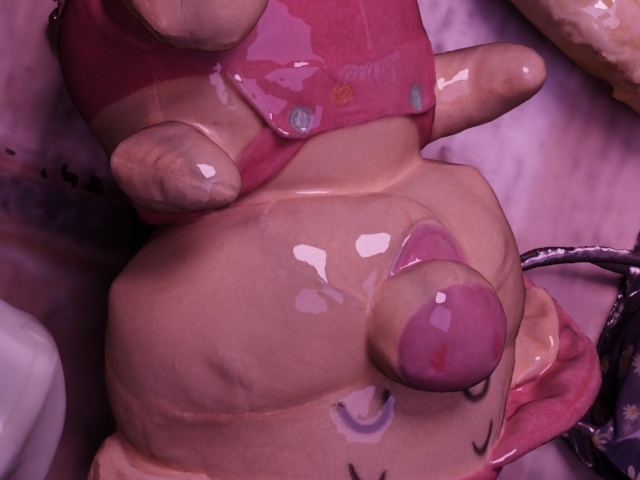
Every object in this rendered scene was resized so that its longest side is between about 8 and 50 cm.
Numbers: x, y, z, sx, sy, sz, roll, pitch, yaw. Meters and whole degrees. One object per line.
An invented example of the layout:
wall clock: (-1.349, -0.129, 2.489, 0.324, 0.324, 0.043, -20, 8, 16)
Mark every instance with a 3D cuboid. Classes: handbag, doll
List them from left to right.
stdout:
doll: (0.001, 0.001, 0.660, 0.196, 0.152, 0.256, -10, 101, -9)
handbag: (0.128, 0.047, 0.767, 0.139, 0.072, 0.115, 24, 85, -9)

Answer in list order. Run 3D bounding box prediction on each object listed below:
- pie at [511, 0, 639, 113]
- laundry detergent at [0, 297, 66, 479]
pie: (0.159, -0.138, 0.770, 0.218, 0.052, 0.185, -4, 92, -25)
laundry detergent: (-0.203, -0.006, 0.610, 0.290, 0.094, 0.143, 34, 75, -24)
